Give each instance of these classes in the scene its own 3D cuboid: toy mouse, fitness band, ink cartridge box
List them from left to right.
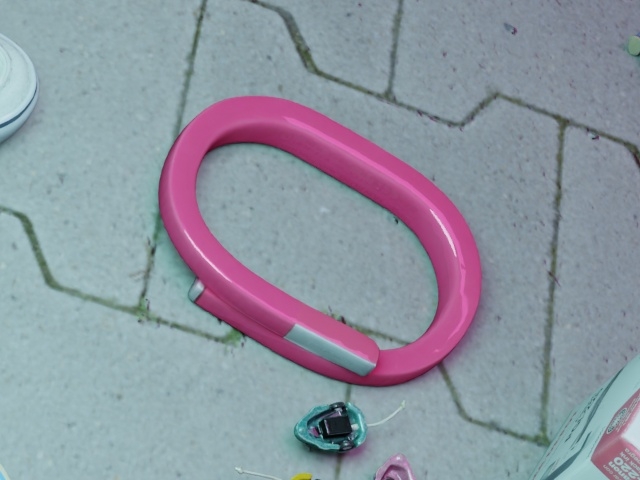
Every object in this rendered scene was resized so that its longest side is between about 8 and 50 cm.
[{"bbox_3d":[0.000,0.000,1.425,0.290,0.054,0.209,31,52,-10],"label":"fitness band"},{"bbox_3d":[0.026,0.179,1.350,0.161,0.031,0.143,38,54,-4],"label":"toy mouse"},{"bbox_3d":[0.247,0.169,1.351,0.092,0.218,0.158,38,54,3],"label":"ink cartridge box"}]

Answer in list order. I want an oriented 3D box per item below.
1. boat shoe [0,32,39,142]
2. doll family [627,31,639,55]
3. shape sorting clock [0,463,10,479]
[{"bbox_3d":[-0.374,-0.168,1.260,0.367,0.156,0.136,14,59,-19],"label":"boat shoe"},{"bbox_3d":[0.394,-0.178,1.698,0.111,0.076,0.193,-37,81,-31],"label":"doll family"},{"bbox_3d":[-0.300,0.204,1.171,0.206,0.040,0.206,12,60,-21],"label":"shape sorting clock"}]
